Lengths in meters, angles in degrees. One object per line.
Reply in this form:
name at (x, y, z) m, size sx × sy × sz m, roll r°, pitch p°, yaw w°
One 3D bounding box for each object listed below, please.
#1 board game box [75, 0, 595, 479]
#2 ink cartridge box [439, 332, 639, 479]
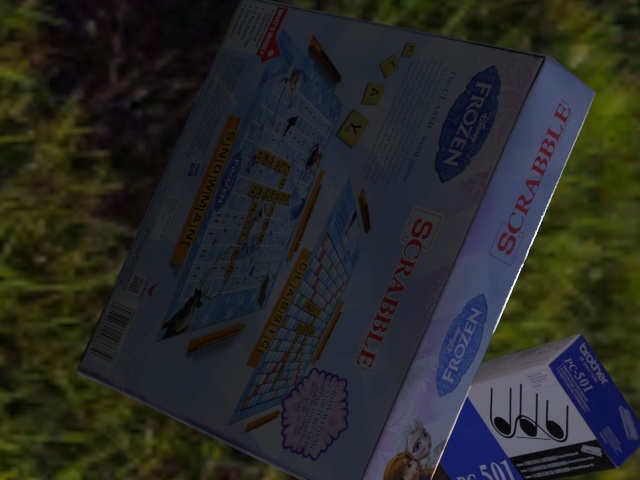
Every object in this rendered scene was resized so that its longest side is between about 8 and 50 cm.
board game box at (0.000, 0.000, 1.294) m, size 0.066 × 0.318 × 0.318 m, roll 28°, pitch 84°, yaw -43°
ink cartridge box at (0.157, 0.141, 1.439) m, size 0.046 × 0.207 × 0.097 m, roll -38°, pitch 97°, yaw -31°
